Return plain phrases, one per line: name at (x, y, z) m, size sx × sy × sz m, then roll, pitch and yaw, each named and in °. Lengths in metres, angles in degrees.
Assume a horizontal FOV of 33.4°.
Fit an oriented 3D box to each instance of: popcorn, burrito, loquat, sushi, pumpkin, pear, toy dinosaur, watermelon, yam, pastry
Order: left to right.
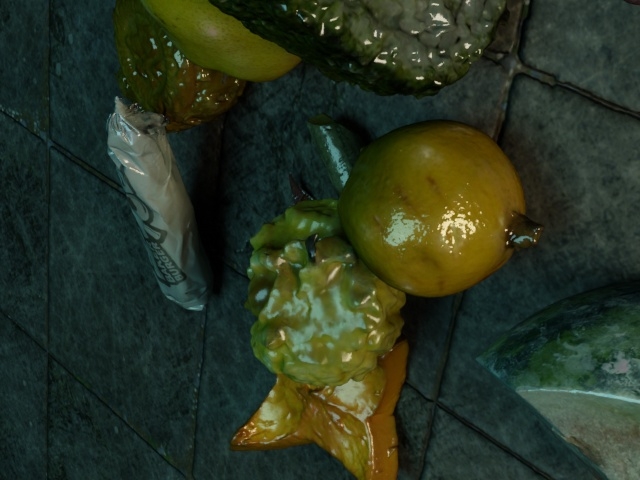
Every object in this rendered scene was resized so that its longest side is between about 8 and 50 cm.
burrito at (-0.251, -0.069, 1.655) m, size 0.445 × 0.101 × 0.139 m, roll 78°, pitch 177°, yaw -46°
pastry at (-0.209, -0.282, 1.611) m, size 0.240 × 0.132 × 0.235 m, roll 48°, pitch 144°, yaw 31°
pear at (-0.104, -0.347, 1.361) m, size 0.285 × 0.285 × 0.336 m, roll 12°, pitch 128°, yaw 44°
toy dinosaur at (0.001, 0.000, 1.553) m, size 0.108 × 0.032 × 0.220 m, roll -23°, pitch 90°, yaw 46°
pumpkin at (0.002, 0.228, 1.582) m, size 0.290 × 0.095 × 0.258 m, roll 13°, pitch 103°, yaw 35°
popcorn at (0.003, 0.069, 1.404) m, size 0.249 × 0.225 × 0.249 m, roll -1°, pitch 83°, yaw 8°
yam at (0.038, -0.109, 1.446) m, size 0.069 × 0.069 × 0.146 m, roll -28°, pitch 83°, yaw 49°
sushi at (0.050, -0.324, 1.135) m, size 0.178 × 0.352 × 0.294 m, roll 20°, pitch 88°, yaw 50°
loquat at (0.149, -0.032, 1.254) m, size 0.246 × 0.213 × 0.213 m, roll 18°, pitch 118°, yaw 33°
watermelon at (0.355, 0.193, 1.121) m, size 0.387 × 0.228 × 0.258 m, roll 16°, pitch 125°, yaw 33°

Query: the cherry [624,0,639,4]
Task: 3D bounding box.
cherry at (0.315, -0.267, 1.050) m, size 0.148 × 0.115 × 0.188 m, roll 4°, pitch 115°, yaw 26°
